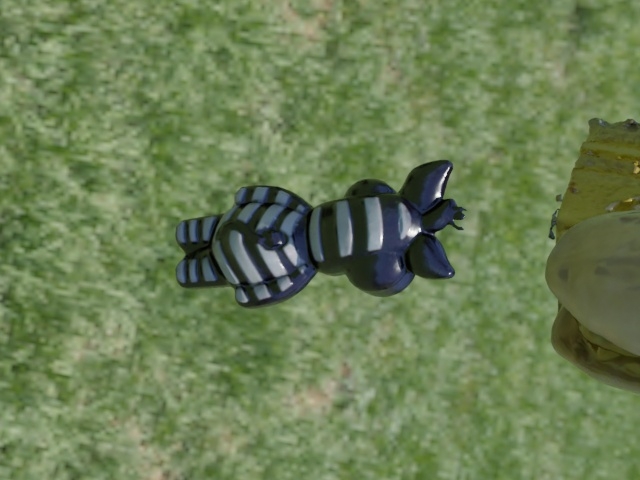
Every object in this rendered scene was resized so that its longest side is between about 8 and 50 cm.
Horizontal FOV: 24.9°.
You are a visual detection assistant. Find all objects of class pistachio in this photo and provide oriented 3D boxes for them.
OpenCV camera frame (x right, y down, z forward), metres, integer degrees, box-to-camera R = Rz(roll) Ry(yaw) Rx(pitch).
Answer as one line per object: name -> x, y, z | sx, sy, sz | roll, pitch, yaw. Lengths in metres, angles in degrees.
pistachio -> 0.354, 0.056, 1.300 | 0.187, 0.299, 0.187 | 9, 90, -66

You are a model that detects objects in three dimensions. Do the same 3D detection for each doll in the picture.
doll -> 0.000, 0.000, 1.033 | 0.067, 0.219, 0.091 | 33, 52, -65

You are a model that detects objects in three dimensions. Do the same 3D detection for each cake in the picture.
cake -> 0.407, 0.021, 1.815 | 0.227, 0.222, 0.286 | 77, 30, -41
